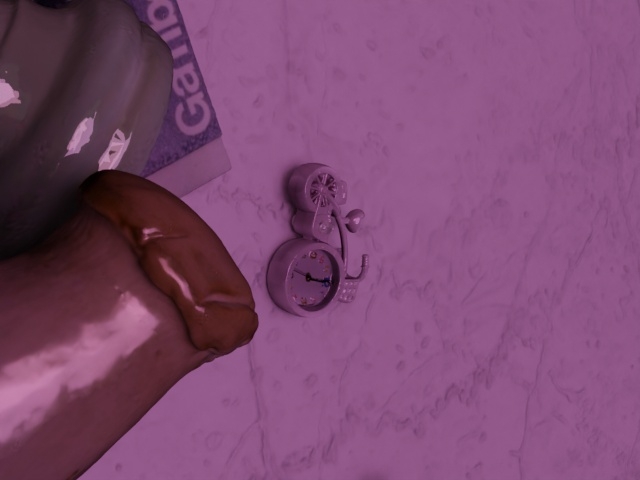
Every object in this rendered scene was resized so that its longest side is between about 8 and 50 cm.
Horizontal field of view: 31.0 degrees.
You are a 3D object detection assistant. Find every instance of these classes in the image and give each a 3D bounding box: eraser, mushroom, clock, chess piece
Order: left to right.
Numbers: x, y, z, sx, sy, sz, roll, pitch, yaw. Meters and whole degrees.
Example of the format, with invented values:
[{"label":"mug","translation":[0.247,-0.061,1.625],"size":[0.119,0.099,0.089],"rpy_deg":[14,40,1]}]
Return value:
[{"label":"mushroom","translation":[-0.218,0.112,0.558],"size":[0.407,0.154,0.137],"rpy_deg":[-38,132,-19]},{"label":"chess piece","translation":[-0.250,-0.119,0.648],"size":[0.299,0.194,0.195],"rpy_deg":[35,70,-29]},{"label":"eraser","translation":[-0.137,-0.131,0.827],"size":[0.092,0.046,0.212],"rpy_deg":[-34,115,-36]},{"label":"clock","translation":[0.000,0.000,0.969],"size":[0.087,0.041,0.129],"rpy_deg":[1,98,-39]}]
